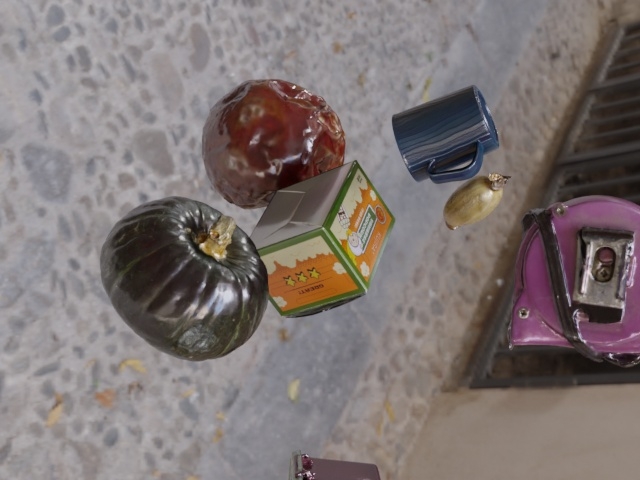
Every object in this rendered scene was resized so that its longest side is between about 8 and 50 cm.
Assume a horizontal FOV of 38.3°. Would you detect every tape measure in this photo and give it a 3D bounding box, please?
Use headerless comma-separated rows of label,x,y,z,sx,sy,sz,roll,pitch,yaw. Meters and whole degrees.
tape measure,0.199,0.030,0.673,0.074,0.118,0.125,-20,112,-75

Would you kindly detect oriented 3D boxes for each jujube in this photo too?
jujube,-0.089,-0.178,1.795,0.377,0.276,0.277,43,43,-81

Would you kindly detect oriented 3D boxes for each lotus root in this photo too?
lotus root,0.244,-0.065,1.466,0.073,0.150,0.062,-7,65,-35

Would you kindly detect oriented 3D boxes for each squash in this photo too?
squash,-0.148,0.041,1.025,0.193,0.155,0.193,20,59,-37

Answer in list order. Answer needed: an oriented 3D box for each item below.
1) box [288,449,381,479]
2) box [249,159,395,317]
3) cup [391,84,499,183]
box,0.020,0.533,1.637,0.193,0.167,0.294,-111,-155,-77
box,0.000,0.000,1.512,0.148,0.177,0.195,56,35,-24
cup,0.202,-0.152,1.431,0.113,0.138,0.150,16,55,-67
